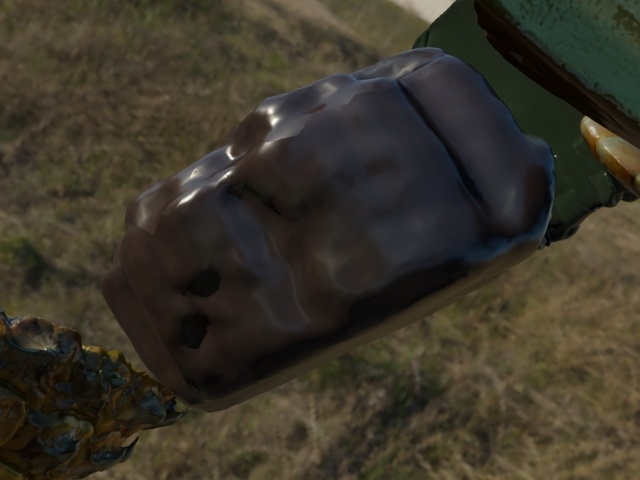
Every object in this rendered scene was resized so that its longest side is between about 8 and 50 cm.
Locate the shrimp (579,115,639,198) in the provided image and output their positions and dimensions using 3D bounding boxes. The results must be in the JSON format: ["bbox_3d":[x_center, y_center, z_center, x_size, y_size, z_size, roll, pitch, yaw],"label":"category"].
[{"bbox_3d":[0.307,-0.018,0.994,0.296,0.058,0.169,19,28,-41],"label":"shrimp"}]

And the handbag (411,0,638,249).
[{"bbox_3d":[0.213,-0.132,1.271,0.079,0.260,0.247,-19,-7,-28],"label":"handbag"}]

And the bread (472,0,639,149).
[{"bbox_3d":[0.142,-0.079,0.561,0.139,0.074,0.084,41,5,18],"label":"bread"}]

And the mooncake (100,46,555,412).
[{"bbox_3d":[0.000,0.000,1.101,0.212,0.351,0.381,58,-26,6],"label":"mooncake"}]

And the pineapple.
[{"bbox_3d":[-0.251,0.115,0.920,0.335,0.158,0.161,32,-17,-23],"label":"pineapple"}]
